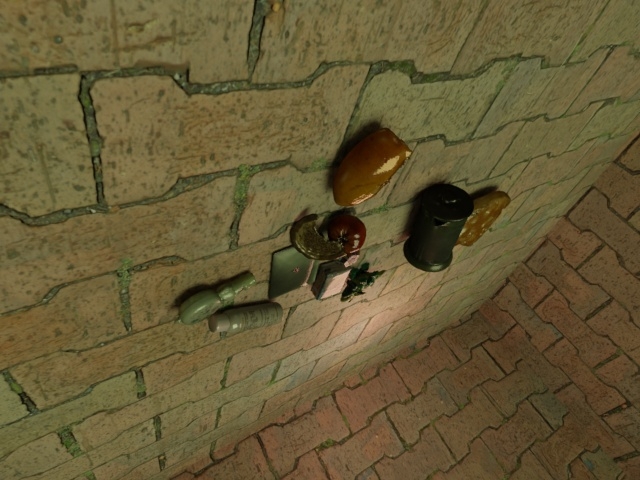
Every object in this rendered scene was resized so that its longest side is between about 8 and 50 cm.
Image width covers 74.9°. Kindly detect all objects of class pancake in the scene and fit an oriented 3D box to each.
[{"bbox_3d":[0.000,0.000,1.244,0.190,0.020,0.184,18,134,-13],"label":"pancake"}]

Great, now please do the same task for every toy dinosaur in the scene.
[{"bbox_3d":[0.187,0.158,1.715,0.259,0.094,0.153,-28,151,-30],"label":"toy dinosaur"}]

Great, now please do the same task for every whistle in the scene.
[{"bbox_3d":[-0.307,0.167,1.217,0.258,0.067,0.126,-28,163,-23],"label":"whistle"}]

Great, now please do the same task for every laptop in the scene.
[{"bbox_3d":[-0.084,0.094,1.396,0.188,0.015,0.269,-21,147,-25],"label":"laptop"}]

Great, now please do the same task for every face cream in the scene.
[{"bbox_3d":[-0.247,0.259,1.395,0.269,0.082,0.082,0,135,-46],"label":"face cream"}]

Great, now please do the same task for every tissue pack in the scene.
[{"bbox_3d":[0.037,0.142,1.547,0.115,0.065,0.155,-14,145,-31],"label":"tissue pack"}]

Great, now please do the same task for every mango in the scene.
[{"bbox_3d":[0.123,-0.185,1.106,0.252,0.126,0.154,-45,162,28],"label":"mango"}]

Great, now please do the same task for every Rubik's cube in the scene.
[{"bbox_3d":[0.079,0.034,1.405,0.093,0.111,0.111,-60,152,-10],"label":"Rubik's cube"}]

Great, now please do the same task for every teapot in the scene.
[{"bbox_3d":[0.457,-0.070,1.582,0.270,0.200,0.337,-48,157,-31],"label":"teapot"}]

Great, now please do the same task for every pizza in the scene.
[{"bbox_3d":[0.666,-0.090,1.833,0.409,0.114,0.277,-31,150,-8],"label":"pizza"}]

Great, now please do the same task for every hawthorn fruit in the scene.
[{"bbox_3d":[0.088,-0.019,1.310,0.125,0.125,0.140,-45,156,14],"label":"hawthorn fruit"}]
